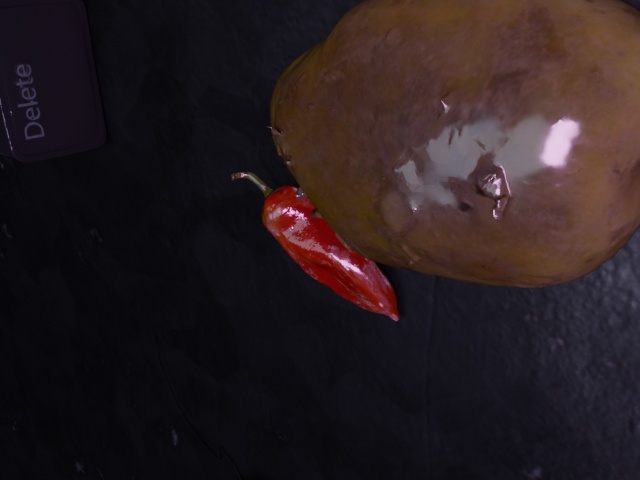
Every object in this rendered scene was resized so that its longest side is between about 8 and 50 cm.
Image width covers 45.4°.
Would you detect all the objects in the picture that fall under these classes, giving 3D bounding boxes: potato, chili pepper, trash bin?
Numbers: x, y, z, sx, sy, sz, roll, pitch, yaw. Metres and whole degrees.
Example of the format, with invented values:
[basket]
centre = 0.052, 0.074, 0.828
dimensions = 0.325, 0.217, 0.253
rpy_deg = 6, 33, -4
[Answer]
[potato]
centre = 0.077, -0.067, 0.501
dimensions = 0.296, 0.141, 0.192
rpy_deg = 9, 111, 43
[chili pepper]
centre = 0.001, -0.001, 0.661
dimensions = 0.191, 0.050, 0.059
rpy_deg = 43, 130, 5
[trash bin]
centre = -0.365, -0.187, 0.877
dimensions = 0.225, 0.115, 0.165
rpy_deg = 12, 115, 41
